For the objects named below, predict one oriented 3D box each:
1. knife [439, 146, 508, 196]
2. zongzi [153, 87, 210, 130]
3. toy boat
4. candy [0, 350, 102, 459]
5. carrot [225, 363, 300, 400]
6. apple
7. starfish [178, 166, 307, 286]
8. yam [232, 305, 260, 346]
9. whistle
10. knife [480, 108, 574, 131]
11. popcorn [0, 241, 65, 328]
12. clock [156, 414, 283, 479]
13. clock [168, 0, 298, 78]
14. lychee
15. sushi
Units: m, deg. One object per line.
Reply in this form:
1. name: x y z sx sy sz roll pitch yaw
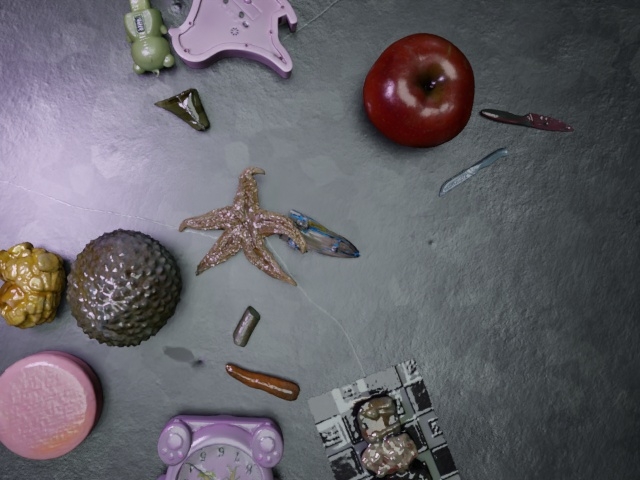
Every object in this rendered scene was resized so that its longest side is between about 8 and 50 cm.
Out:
1. knife: 0.380 -0.174 1.699 0.210 0.015 0.028 -32 97 -4
2. zongzi: -0.332 -0.299 1.635 0.113 0.052 0.104 -18 97 9
3. toy boat: 0.000 0.000 1.646 0.210 0.066 0.084 22 114 -7
4. candy: -0.640 0.379 1.576 0.255 0.094 0.255 0 89 -4
5. carrot: -0.141 0.340 1.642 0.191 0.047 0.047 19 88 1
6. apple: 0.233 -0.342 1.590 0.260 0.216 0.260 0 88 -5
7. starfish: -0.186 -0.013 1.622 0.302 0.060 0.299 -15 97 15
8. yam: -0.178 0.208 1.639 0.043 0.043 0.094 30 88 -3
9. whistle: -0.413 -0.498 1.608 0.105 0.085 0.227 -13 93 7
10. knife: 0.520 -0.303 1.712 0.247 0.018 0.035 9 85 -7
11. popcorn: -0.655 0.098 1.563 0.163 0.140 0.194 -19 80 4
12. clock: -0.235 0.575 1.596 0.295 0.113 0.322 3 90 -4
13. clock: -0.188 -0.487 1.630 0.290 0.080 0.275 42 87 -1
14. lychee: -0.442 0.107 1.523 0.255 0.274 0.255 4 119 7
15. sushi: 0.168 0.511 1.631 0.296 0.100 0.373 -20 91 -4
